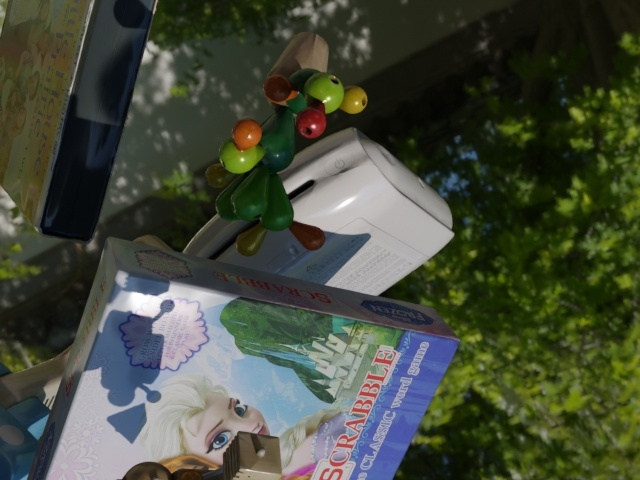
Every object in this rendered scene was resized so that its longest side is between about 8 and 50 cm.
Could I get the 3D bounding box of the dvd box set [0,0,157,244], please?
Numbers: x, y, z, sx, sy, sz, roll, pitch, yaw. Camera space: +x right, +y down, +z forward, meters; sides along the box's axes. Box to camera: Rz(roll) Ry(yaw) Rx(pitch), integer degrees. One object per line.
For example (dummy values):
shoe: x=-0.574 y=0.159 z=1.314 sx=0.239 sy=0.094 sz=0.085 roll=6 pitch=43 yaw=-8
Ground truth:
dvd box set: x=-0.302 y=-0.197 z=1.028 sx=0.062 sy=0.307 sz=0.420 roll=11 pitch=-169 yaw=-31

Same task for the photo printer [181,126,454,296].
photo printer: x=0.000 y=0.000 z=1.011 sx=0.256 sy=0.107 sz=0.307 roll=-36 pitch=159 yaw=13

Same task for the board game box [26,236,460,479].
board game box: x=-0.079 y=0.180 z=0.802 sx=0.318 sy=0.318 sz=0.066 roll=13 pitch=-160 yaw=-26

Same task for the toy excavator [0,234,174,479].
toy excavator: x=-0.356 y=0.197 z=0.996 sx=0.433 sy=0.222 sz=0.445 roll=-54 pitch=171 yaw=17

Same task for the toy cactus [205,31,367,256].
toy cactus: x=-0.021 y=-0.091 z=0.728 sx=0.219 sy=0.112 sz=0.180 roll=119 pitch=-10 yaw=-60

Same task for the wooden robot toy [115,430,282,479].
wooden robot toy: x=-0.094 y=0.171 z=0.584 sx=0.173 sy=0.079 sz=0.076 roll=-43 pitch=-142 yaw=50
